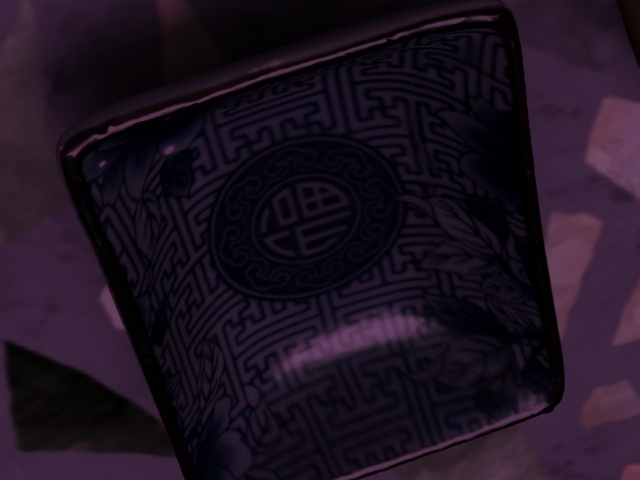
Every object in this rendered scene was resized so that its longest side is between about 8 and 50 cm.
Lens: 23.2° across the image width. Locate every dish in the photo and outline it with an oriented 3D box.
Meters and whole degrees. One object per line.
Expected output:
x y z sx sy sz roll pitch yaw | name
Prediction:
0.000 0.000 0.673 0.182 0.080 0.243 -19 132 -4 | dish

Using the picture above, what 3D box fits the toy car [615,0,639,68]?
0.236 -0.090 0.658 0.235 0.145 0.235 -15 150 -9 | toy car
